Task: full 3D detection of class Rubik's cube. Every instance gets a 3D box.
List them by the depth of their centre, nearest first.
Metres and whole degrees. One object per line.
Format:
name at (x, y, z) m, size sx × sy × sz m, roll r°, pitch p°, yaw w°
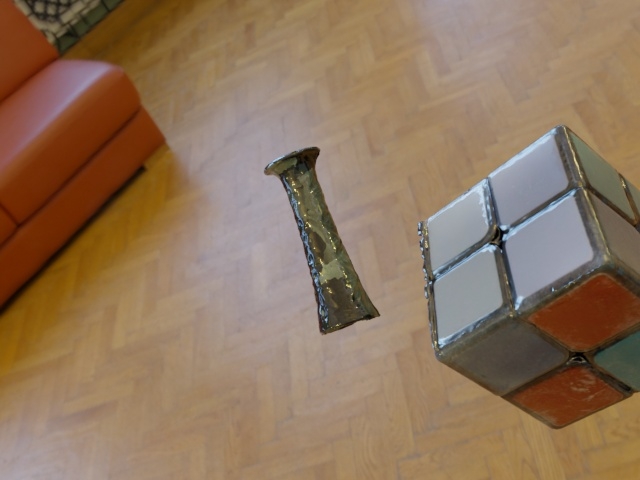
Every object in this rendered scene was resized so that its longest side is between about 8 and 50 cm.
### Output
Rubik's cube at (0.382, 0.065, 1.179) m, size 0.313 × 0.318 × 0.316 m, roll -38°, pitch 34°, yaw 33°

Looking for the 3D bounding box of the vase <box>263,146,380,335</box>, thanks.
vase at (0.000, 0.000, 0.674) m, size 0.059 × 0.059 × 0.167 m, roll -21°, pitch 83°, yaw 11°
